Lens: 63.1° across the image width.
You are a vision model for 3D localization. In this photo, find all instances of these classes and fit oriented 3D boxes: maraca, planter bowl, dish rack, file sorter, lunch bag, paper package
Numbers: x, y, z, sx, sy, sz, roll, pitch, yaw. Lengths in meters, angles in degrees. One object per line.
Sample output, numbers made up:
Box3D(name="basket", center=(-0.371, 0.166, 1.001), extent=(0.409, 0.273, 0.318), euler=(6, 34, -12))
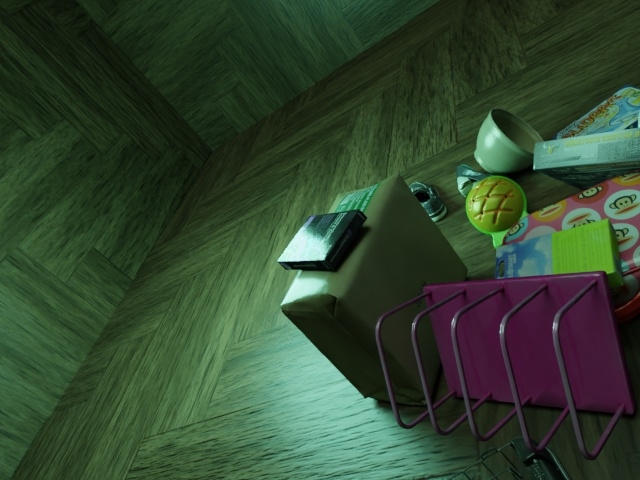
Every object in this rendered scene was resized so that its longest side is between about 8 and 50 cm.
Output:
Box3D(name="maraca", center=(0.390, -0.062, 1.131), extent=(0.127, 0.099, 0.186), euler=(-40, 51, 21))
Box3D(name="planter bowl", center=(0.441, -0.224, 1.256), extent=(0.109, 0.162, 0.162), euler=(-54, 14, 40))
Box3D(name="dish rack", center=(0.219, 0.400, 0.689), extent=(0.271, 0.074, 0.208), euler=(-37, 26, 13))
Box3D(name="file sorter", center=(0.253, 0.176, 0.756), extent=(0.182, 0.202, 0.290), euler=(-19, 6, -44))
Box3D(name="lunch bag", center=(0.463, 0.031, 0.859), extent=(0.293, 0.120, 0.258), euler=(-27, 31, 26))
Box3D(name="paper package", center=(0.118, 0.092, 1.014), extent=(0.168, 0.309, 0.325), euler=(-13, 37, 43))

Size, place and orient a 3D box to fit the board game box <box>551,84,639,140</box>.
Box3D(name="board game box", center=(0.638, -0.256, 1.153), extent=(0.201, 0.035, 0.136), euler=(-37, 27, 9))

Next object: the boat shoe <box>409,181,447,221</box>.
Box3D(name="boat shoe", center=(0.276, -0.122, 1.399), extent=(0.075, 0.065, 0.206), euler=(-37, 27, 9))

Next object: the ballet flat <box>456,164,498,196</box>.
Box3D(name="ballet flat", center=(0.381, -0.137, 1.281), extent=(0.074, 0.074, 0.203), euler=(-43, 29, -4))

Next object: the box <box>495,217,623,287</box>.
Box3D(name="box", center=(0.367, 0.038, 0.818), extent=(0.178, 0.042, 0.109), euler=(-19, 39, 38))

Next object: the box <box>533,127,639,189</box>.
Box3D(name="box", center=(0.543, -0.144, 0.952), extent=(0.231, 0.183, 0.056), euler=(1, 81, 55))

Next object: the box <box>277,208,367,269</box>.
Box3D(name="box", center=(0.000, 0.000, 0.930), extent=(0.162, 0.029, 0.116), euler=(-4, 47, 55))

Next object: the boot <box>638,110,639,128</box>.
Box3D(name="boot", center=(0.733, -0.291, 1.009), extent=(0.258, 0.095, 0.123), euler=(-48, 20, -16))
